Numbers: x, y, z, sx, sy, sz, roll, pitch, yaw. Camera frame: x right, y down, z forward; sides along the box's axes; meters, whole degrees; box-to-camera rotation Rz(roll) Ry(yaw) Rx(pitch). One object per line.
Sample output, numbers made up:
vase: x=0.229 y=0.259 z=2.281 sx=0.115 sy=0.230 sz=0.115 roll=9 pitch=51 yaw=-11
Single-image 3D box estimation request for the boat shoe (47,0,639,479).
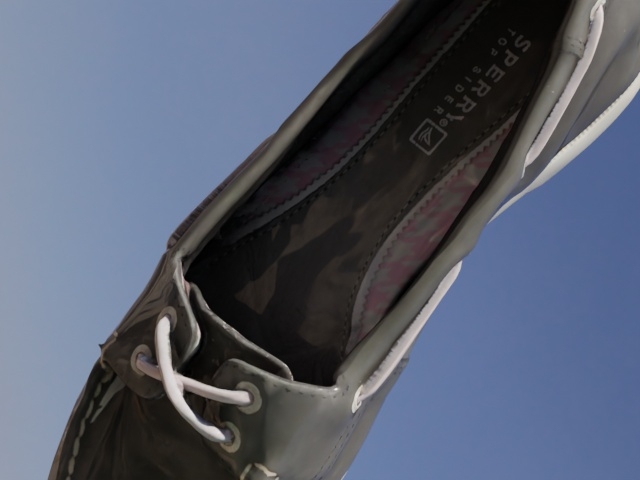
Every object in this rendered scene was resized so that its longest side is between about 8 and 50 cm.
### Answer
boat shoe: x=0.000 y=0.000 z=0.619 sx=0.112 sy=0.335 sz=0.095 roll=38 pitch=-7 yaw=25
